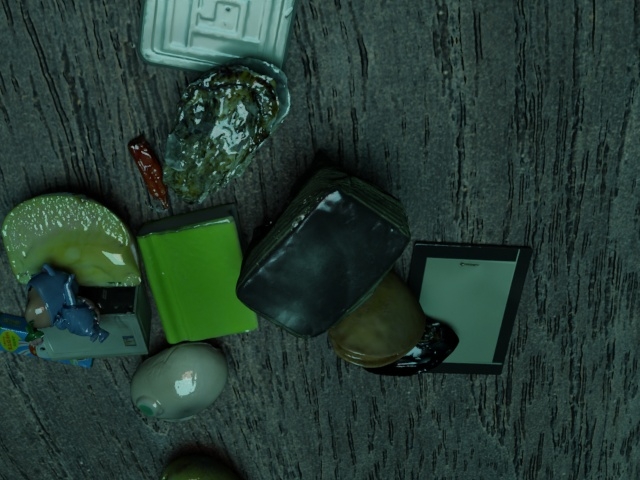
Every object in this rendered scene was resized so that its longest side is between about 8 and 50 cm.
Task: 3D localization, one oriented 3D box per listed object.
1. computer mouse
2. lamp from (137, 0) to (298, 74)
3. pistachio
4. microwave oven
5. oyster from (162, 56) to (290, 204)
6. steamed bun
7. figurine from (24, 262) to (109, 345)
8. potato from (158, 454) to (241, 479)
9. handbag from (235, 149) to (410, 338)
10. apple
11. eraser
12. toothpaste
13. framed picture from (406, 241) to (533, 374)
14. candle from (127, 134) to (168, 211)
[{"bbox_3d":[0.193,0.244,1.740,0.241,0.078,0.147,-8,117,0],"label":"computer mouse"},{"bbox_3d":[-0.176,-0.419,1.380,0.268,0.047,0.267,8,121,-10],"label":"lamp"},{"bbox_3d":[0.112,0.165,1.607,0.212,0.261,0.163,7,128,2],"label":"pistachio"},{"bbox_3d":[-0.461,0.150,1.612,0.204,0.129,0.163,-4,137,-3],"label":"microwave oven"},{"bbox_3d":[-0.196,-0.189,1.445,0.162,0.158,0.351,53,125,14],"label":"oyster"},{"bbox_3d":[-0.305,0.317,1.700,0.228,0.131,0.177,-26,144,19],"label":"steamed bun"},{"bbox_3d":[-0.488,0.140,1.464,0.178,0.114,0.144,38,69,7],"label":"figurine"},{"bbox_3d":[-0.268,0.610,1.876,0.251,0.159,0.174,33,136,-29],"label":"potato"},{"bbox_3d":[0.000,0.000,1.516,0.247,0.240,0.341,33,112,-22],"label":"handbag"},{"bbox_3d":[-0.478,-0.012,1.537,0.264,0.120,0.193,0,113,4],"label":"apple"},{"bbox_3d":[-0.248,0.071,1.620,0.209,0.092,0.274,-11,120,2],"label":"eraser"},{"bbox_3d":[-0.615,0.211,1.687,0.266,0.050,0.065,14,119,-11],"label":"toothpaste"},{"bbox_3d":[0.312,0.159,1.753,0.264,0.016,0.347,2,119,-5],"label":"framed picture"},{"bbox_3d":[-0.330,-0.123,1.529,0.053,0.048,0.162,0,125,30],"label":"candle"}]
